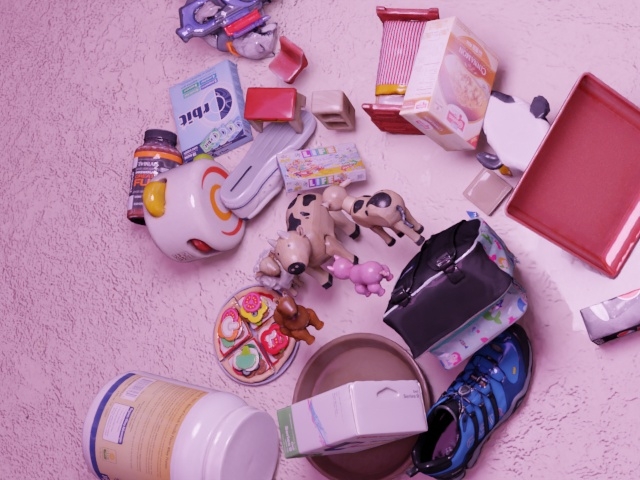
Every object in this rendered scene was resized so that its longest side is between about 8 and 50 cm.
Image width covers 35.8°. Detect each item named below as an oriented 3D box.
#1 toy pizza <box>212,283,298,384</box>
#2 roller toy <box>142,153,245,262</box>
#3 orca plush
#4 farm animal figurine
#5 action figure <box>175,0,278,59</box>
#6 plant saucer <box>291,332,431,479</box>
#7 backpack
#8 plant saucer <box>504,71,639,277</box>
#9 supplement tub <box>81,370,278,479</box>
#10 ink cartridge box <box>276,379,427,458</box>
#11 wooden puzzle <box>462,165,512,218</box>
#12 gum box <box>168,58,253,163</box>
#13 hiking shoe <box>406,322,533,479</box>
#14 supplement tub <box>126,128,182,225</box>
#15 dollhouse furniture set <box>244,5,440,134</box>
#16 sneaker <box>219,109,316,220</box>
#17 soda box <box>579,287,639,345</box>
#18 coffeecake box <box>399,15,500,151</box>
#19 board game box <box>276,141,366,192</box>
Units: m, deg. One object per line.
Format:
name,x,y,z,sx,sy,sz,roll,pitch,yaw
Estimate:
toy pizza,-0.132,0.183,1.946,0.201,0.032,0.201,-7,76,27
roller toy,-0.256,-0.056,1.972,0.146,0.209,0.191,-16,106,26
orca plush,0.337,-0.180,1.745,0.287,0.102,0.151,30,89,50
farm animal figurine,0.000,0.000,1.767,0.330,0.172,0.326,-45,24,10
action figure,-0.166,-0.527,2.091,0.341,0.178,0.330,-24,73,-8
plant saucer,0.076,0.307,1.802,0.278,0.041,0.277,-6,76,26
backpack,0.228,0.078,1.660,0.225,0.253,0.191,-40,101,18
plant saucer,0.443,-0.105,1.612,0.258,0.259,0.048,-61,25,3
supplement tub,-0.261,0.380,1.856,0.316,0.228,0.228,9,83,30
ink cartridge box,0.051,0.301,1.663,0.212,0.154,0.093,-32,62,47
wooden puzzle,0.303,-0.090,1.789,0.116,0.014,0.078,-45,58,12
gum box,-0.234,-0.269,2.099,0.157,0.041,0.184,-23,68,22
hiking shoe,0.258,0.274,1.659,0.113,0.132,0.304,28,92,30
supplement tub,-0.348,-0.133,2.092,0.106,0.106,0.197,-2,78,28
dollhouse furniture set,0.039,-0.316,1.859,0.374,0.152,0.201,3,80,16
sneaker,-0.099,-0.151,1.977,0.094,0.091,0.258,33,74,35
soda box,0.513,0.113,1.606,0.169,0.053,0.060,-24,69,21
coffeecake box,0.227,-0.269,1.721,0.068,0.142,0.185,0,67,46
board game box,0.000,-0.140,1.883,0.154,0.026,0.103,-10,37,-8
